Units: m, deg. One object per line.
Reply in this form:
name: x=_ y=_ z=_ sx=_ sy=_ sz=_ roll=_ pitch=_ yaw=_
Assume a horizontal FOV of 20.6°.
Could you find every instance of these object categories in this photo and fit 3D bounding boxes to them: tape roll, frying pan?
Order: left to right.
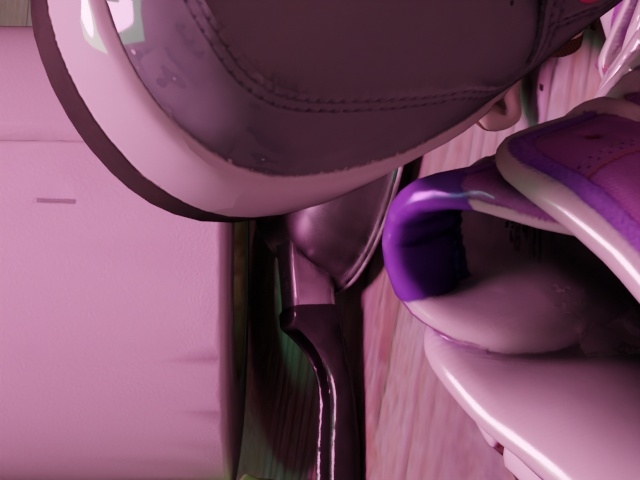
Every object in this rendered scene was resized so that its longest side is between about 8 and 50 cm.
tape roll: x=-0.125 y=0.008 z=0.937 sx=0.246 sy=0.169 sz=0.246 roll=-179 pitch=90 yaw=-90
frying pan: x=-0.007 y=-0.008 z=0.892 sx=0.197 sy=0.053 sz=0.326 roll=-142 pitch=61 yaw=-71

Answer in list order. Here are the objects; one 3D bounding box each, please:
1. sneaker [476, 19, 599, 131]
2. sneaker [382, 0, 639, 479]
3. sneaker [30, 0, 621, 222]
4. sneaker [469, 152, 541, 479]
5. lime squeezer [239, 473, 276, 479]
sneaker: x=0.087 y=-0.106 z=0.624 sx=0.188 sy=0.066 sz=0.071 roll=121 pitch=132 yaw=-63
sneaker: x=0.086 y=-0.032 z=0.429 sx=0.282 sy=0.161 sz=0.102 roll=-109 pitch=28 yaw=-53
sneaker: x=0.089 y=-0.114 z=0.346 sx=0.124 sy=0.295 sz=0.178 roll=54 pitch=147 yaw=-11
sneaker: x=0.088 y=0.100 z=0.489 sx=0.281 sy=0.106 sz=0.163 roll=-102 pitch=13 yaw=-55
lime squeezer: x=-0.050 y=0.163 z=0.856 sx=0.110 sy=0.059 sz=0.310 roll=-50 pitch=-10 yaw=-5
